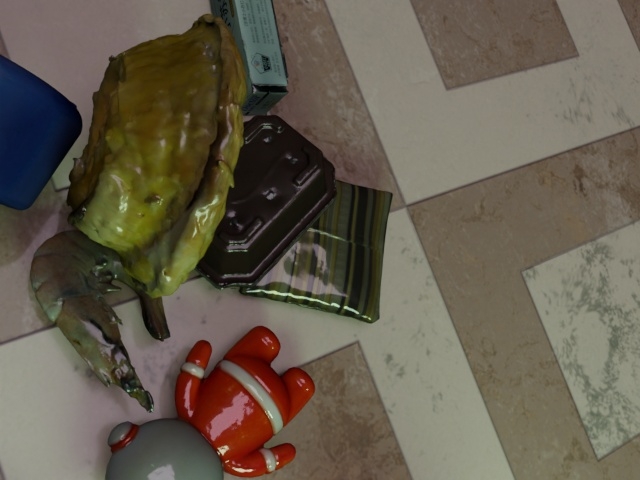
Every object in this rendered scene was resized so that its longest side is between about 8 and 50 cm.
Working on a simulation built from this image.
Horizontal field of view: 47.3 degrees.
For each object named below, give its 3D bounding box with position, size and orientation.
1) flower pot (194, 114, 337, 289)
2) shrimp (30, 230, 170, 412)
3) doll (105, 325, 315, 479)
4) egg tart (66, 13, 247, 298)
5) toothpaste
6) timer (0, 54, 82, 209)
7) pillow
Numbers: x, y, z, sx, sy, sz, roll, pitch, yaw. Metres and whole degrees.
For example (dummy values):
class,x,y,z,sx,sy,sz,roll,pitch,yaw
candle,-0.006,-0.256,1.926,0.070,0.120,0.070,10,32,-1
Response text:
class,x,y,z,sx,sy,sz,roll,pitch,yaw
flower pot,-0.094,-0.068,0.988,0.179,0.084,0.251,40,68,7
shrimp,-0.255,0.092,0.914,0.254,0.059,0.145,47,45,8
doll,-0.148,0.255,0.909,0.200,0.105,0.336,51,55,-6
egg tart,-0.196,-0.106,0.832,0.132,0.345,0.346,15,71,-27
toothpaste,-0.114,-0.345,1.081,0.071,0.089,0.313,-5,78,-32
timer,-0.454,-0.026,0.780,0.270,0.270,0.384,24,82,-17
pillow,0.000,0.000,1.061,0.212,0.052,0.208,14,71,-16
